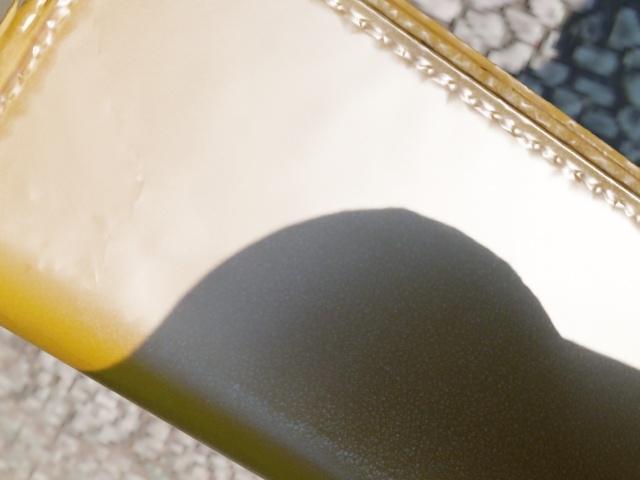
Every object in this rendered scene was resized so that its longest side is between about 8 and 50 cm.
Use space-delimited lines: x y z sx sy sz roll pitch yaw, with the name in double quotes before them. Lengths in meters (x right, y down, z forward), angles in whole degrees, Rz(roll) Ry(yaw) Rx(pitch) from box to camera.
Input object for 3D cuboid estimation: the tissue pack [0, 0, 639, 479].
"tissue pack" 0.000 0.000 0.594 0.274 0.145 0.194 32 178 -18
